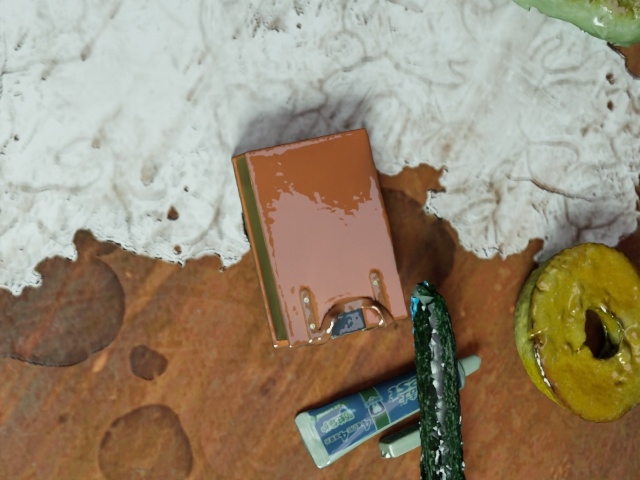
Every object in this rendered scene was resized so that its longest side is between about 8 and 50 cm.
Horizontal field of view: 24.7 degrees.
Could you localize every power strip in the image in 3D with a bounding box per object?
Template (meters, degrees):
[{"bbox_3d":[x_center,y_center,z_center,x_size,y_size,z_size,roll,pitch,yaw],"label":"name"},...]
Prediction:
[{"bbox_3d":[0.094,0.188,1.417,0.083,0.027,0.017,-24,101,-22],"label":"power strip"}]

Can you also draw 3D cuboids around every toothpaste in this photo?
[{"bbox_3d":[0.071,0.155,1.406,0.197,0.035,0.057,-24,81,-18],"label":"toothpaste"}]

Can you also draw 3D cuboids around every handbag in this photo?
[{"bbox_3d":[0.000,0.000,1.370,0.127,0.063,0.190,-14,90,-21],"label":"handbag"}]

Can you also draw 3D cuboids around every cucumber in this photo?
[{"bbox_3d":[0.113,0.165,1.382,0.044,0.043,0.257,-9,99,-26],"label":"cucumber"}]

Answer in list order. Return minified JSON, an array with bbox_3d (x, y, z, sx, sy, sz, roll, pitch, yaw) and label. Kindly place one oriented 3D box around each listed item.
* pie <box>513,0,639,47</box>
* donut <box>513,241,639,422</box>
[{"bbox_3d":[0.259,-0.377,1.468,0.296,0.078,0.371,-7,90,-22],"label":"pie"},{"bbox_3d":[0.265,0.091,1.467,0.162,0.065,0.178,-24,96,-25],"label":"donut"}]
